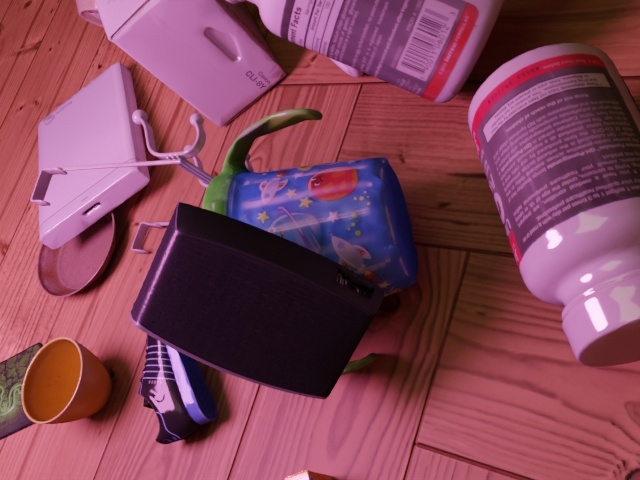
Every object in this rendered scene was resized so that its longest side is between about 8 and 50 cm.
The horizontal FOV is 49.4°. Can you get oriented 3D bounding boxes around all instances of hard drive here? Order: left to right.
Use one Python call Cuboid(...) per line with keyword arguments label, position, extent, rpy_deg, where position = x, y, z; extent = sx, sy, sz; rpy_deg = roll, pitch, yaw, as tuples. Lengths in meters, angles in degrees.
Cuboid(label="hard drive", position=(-0.447, -0.175, 1.342), extent=(0.233, 0.047, 0.353), rpy_deg=(-33, 47, 13))
Cuboid(label="hard drive", position=(-0.072, 0.079, 0.781), extent=(0.172, 0.254, 0.054), rpy_deg=(-62, 12, 20))

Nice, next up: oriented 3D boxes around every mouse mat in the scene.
Cuboid(label="mouse mat", position=(-0.570, 0.283, 1.258), extent=(0.189, 0.007, 0.152), rpy_deg=(-28, 55, 21))

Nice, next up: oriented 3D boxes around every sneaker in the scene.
Cuboid(label="sneaker", position=(-0.233, 0.187, 1.031), extent=(0.090, 0.081, 0.232), rpy_deg=(-33, 54, 8))

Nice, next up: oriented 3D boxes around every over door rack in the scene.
Cuboid(label="over door rack", position=(-0.238, -0.089, 1.066), extent=(0.324, 0.239, 0.108), rpy_deg=(-12, 63, 28))

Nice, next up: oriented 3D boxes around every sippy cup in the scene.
Cuboid(label="sippy cup", position=(0.000, 0.000, 0.890), extent=(0.224, 0.305, 0.240), rpy_deg=(-13, 32, 16))

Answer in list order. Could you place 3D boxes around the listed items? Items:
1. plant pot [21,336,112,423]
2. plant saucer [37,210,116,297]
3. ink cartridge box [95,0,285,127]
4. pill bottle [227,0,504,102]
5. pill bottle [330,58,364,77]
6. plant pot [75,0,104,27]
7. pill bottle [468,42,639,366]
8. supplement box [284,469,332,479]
Cuboid(label="plant pot", position=(-0.390, 0.230, 1.105), extent=(0.134, 0.095, 0.134), rpy_deg=(-14, 61, 28))
Cuboid(label="plant saucer", position=(-0.441, 0.016, 1.282), extent=(0.198, 0.036, 0.198), rpy_deg=(-15, 60, 27))
Cuboid(label="ink cartridge box", position=(-0.254, -0.422, 1.213), extent=(0.160, 0.279, 0.385), rpy_deg=(-38, 52, 14))
Cuboid(label="pill bottle", position=(0.046, -0.342, 0.913), extent=(0.363, 0.210, 0.210), rpy_deg=(23, 79, -1))
Cuboid(label="pill bottle", position=(0.081, -0.350, 1.070), extent=(0.184, 0.103, 0.103), rpy_deg=(-49, 51, 4))
Cuboid(label="plant pot", position=(-0.421, -0.593, 1.453), extent=(0.256, 0.256, 0.274), rpy_deg=(6, 87, 36))
Cuboid(label="pill bottle", position=(0.281, -0.039, 0.738), extent=(0.176, 0.176, 0.318), rpy_deg=(-25, 56, 22))
Cuboid(label="supplement box", position=(-0.005, 0.329, 0.824), extent=(0.036, 0.062, 0.098), rpy_deg=(-25, 57, 20))
